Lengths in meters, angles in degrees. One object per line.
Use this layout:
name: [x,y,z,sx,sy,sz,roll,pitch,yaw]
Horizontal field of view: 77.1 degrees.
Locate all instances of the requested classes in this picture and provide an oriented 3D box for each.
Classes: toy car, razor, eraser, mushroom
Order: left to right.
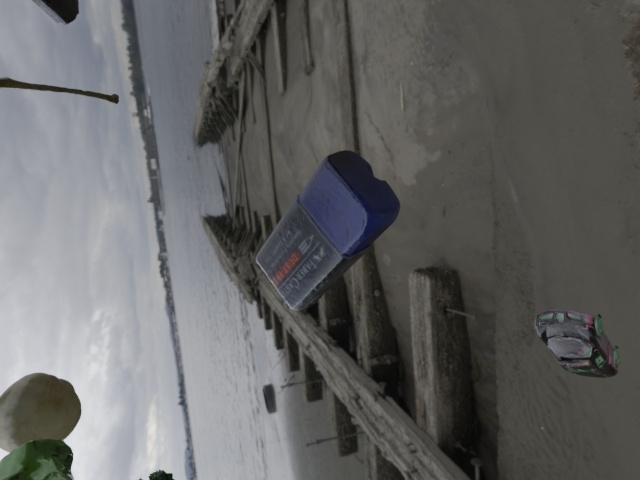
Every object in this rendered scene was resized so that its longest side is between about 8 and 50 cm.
mushroom: [-0.556,0.336,0.787,0.123,0.154,0.154,-6,92,43]
razor: [-0.506,-0.466,0.720,0.148,0.054,0.089,43,-136,-68]
eraser: [0.000,0.000,0.751,0.155,0.102,0.332,52,136,12]
toy car: [0.318,0.133,0.499,0.069,0.142,0.055,-9,48,46]

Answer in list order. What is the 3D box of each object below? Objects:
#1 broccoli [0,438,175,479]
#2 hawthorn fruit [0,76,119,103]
broccoli: [-0.276,0.343,0.438,0.269,0.254,0.268,14,110,43]
hawthorn fruit: [-0.378,-0.164,0.435,0.165,0.286,0.165,175,90,-66]
